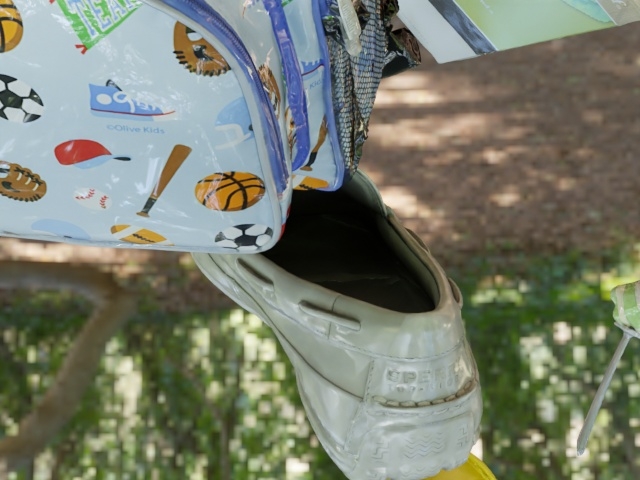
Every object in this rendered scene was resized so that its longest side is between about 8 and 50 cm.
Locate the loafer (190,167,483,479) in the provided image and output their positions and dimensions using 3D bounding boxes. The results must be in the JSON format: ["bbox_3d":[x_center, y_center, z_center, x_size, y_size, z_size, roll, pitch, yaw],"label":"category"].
[{"bbox_3d":[0.000,0.000,0.844,0.112,0.111,0.319,-11,-146,-21],"label":"loafer"}]

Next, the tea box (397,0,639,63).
[{"bbox_3d":[0.186,-0.322,1.095,0.220,0.329,0.323,47,165,-15],"label":"tea box"}]

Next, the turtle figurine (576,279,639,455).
[{"bbox_3d":[0.336,0.074,1.243,0.198,0.266,0.275,13,131,23],"label":"turtle figurine"}]

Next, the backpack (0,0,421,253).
[{"bbox_3d":[-0.099,-0.129,0.664,0.276,0.213,0.263,1,137,5],"label":"backpack"}]

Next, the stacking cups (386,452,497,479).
[{"bbox_3d":[0.010,0.205,0.797,0.096,0.096,0.316,-4,-165,24],"label":"stacking cups"}]
